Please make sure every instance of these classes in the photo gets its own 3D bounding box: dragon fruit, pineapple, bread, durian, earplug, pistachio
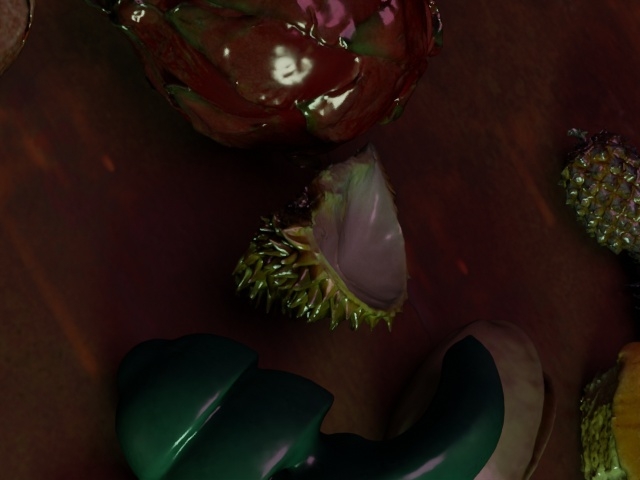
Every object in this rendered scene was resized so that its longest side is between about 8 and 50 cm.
[{"bbox_3d":[-0.046,-0.189,1.528,0.299,0.244,0.244,10,71,-13],"label":"dragon fruit"},{"bbox_3d":[0.289,-0.009,1.733,0.083,0.103,0.221,-30,93,3],"label":"pineapple"},{"bbox_3d":[0.350,0.186,1.697,0.245,0.121,0.174,11,73,-23],"label":"bread"},{"bbox_3d":[0.000,0.000,1.520,0.252,0.144,0.139,-21,111,-62],"label":"durian"},{"bbox_3d":[-0.021,0.143,1.458,0.280,0.164,0.257,33,94,2],"label":"earplug"},{"bbox_3d":[0.126,0.163,1.579,0.206,0.131,0.129,-57,147,-28],"label":"pistachio"}]

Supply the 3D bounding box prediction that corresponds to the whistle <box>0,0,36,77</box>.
[{"bbox_3d":[-0.298,-0.121,1.438,0.142,0.134,0.346,22,71,-61],"label":"whistle"}]
